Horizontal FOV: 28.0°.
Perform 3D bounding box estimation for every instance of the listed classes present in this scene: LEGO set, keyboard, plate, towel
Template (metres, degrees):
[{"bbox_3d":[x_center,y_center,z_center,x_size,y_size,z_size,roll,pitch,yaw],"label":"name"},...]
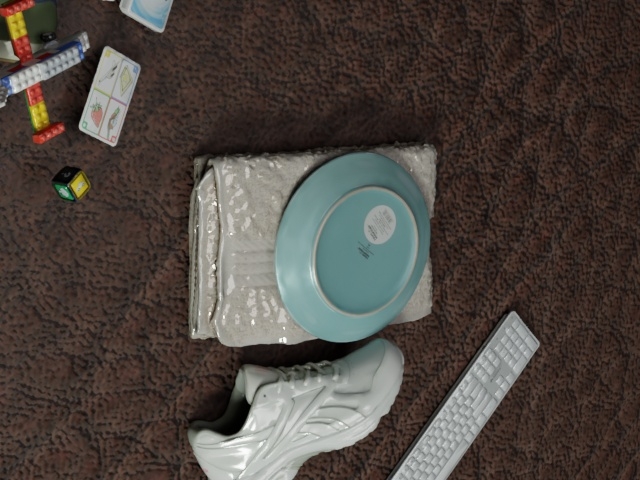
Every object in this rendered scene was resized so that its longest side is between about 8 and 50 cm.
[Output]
[{"bbox_3d":[-0.188,-0.158,1.033,0.182,0.060,0.244,27,78,-55],"label":"LEGO set"},{"bbox_3d":[0.156,0.196,1.421,0.256,0.014,0.072,-52,124,-12],"label":"keyboard"},{"bbox_3d":[0.039,0.009,1.233,0.188,0.024,0.188,-9,106,-33],"label":"plate"},{"bbox_3d":[0.000,0.000,1.248,0.282,0.049,0.187,-7,106,-33],"label":"towel"}]

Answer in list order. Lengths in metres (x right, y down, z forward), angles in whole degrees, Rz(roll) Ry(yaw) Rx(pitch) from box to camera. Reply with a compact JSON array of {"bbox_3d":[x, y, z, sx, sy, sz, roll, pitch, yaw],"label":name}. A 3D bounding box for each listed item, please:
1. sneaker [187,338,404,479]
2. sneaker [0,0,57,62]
[{"bbox_3d":[-0.024,0.155,1.234,0.232,0.090,0.115,-35,111,-13],"label":"sneaker"},{"bbox_3d":[-0.290,-0.190,0.997,0.192,0.064,0.086,4,100,-41],"label":"sneaker"}]
